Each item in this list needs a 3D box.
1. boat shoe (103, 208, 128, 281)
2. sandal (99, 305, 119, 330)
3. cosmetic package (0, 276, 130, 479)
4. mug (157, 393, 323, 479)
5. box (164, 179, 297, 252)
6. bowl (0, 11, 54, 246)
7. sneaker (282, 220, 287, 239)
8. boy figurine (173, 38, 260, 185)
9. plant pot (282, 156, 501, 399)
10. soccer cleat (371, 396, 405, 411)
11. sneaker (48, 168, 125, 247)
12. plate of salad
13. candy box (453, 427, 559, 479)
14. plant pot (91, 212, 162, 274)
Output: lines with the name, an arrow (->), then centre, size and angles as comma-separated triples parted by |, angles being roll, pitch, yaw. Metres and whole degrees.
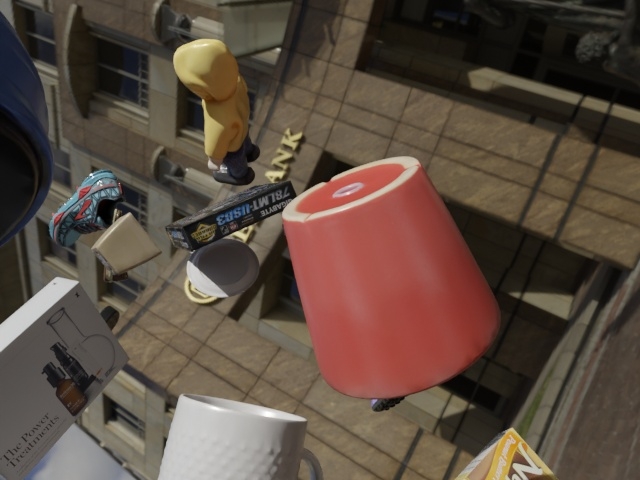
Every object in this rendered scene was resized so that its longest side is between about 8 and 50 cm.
boat shoe -> -0.684, 0.018, 1.761 | 0.095, 0.095, 0.257 | 4, -72, -23
sandal -> -0.849, 0.397, 1.709 | 0.446, 0.107, 0.167 | -59, -1, -35
cosmetic package -> -0.654, 0.315, 1.186 | 0.377, 0.097, 0.284 | -55, -41, -42
mug -> -0.153, 0.519, 1.063 | 0.374, 0.276, 0.328 | 21, -108, -31
box -> -0.241, -0.067, 1.339 | 0.295, 0.293, 0.073 | -27, -78, -22
bowl -> -0.353, -0.023, 0.291 | 0.391, 0.077, 0.391 | -28, -8, -4
sneaker -> 0.000, 0.000, 1.451 | 0.121, 0.299, 0.112 | 3, -53, -44
boy figurine -> -0.163, -0.201, 0.849 | 0.285, 0.092, 0.177 | 81, -164, -64
plant pot -> 0.081, 0.033, 0.710 | 0.275, 0.275, 0.243 | -42, -65, -46
soccer cleat -> 0.227, 0.363, 1.485 | 0.108, 0.116, 0.318 | 3, -56, -42
sneaker -> -0.626, -0.064, 1.386 | 0.262, 0.125, 0.104 | -48, -13, 15
plate of salad -> -0.272, 0.079, 1.442 | 0.200, 0.200, 0.048 | -50, -17, -35
candy box -> 0.407, 0.621, 1.209 | 0.316, 0.183, 0.087 | -32, -19, -27
plant pot -> -0.425, 0.017, 1.106 | 0.096, 0.109, 0.109 | -44, -71, -27
